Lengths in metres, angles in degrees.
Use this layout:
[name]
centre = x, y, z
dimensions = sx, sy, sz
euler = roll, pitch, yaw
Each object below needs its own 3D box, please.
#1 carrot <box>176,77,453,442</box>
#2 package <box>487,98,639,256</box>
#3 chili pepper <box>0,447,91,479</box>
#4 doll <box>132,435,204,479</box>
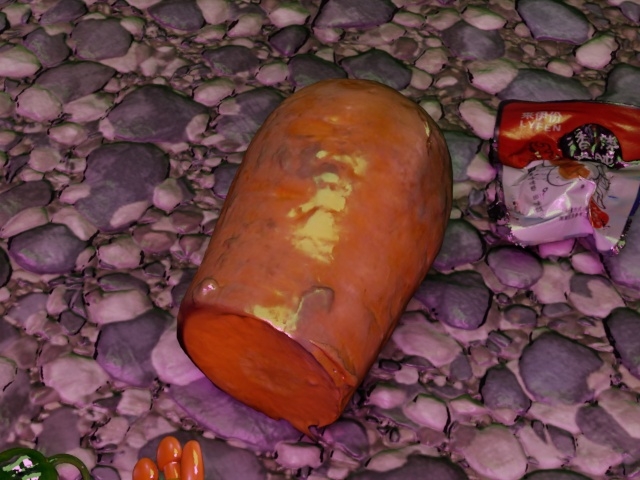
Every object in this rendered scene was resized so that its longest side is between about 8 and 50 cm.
[carrot]
centre = 0.000, 0.000, 1.417
dimensions = 0.224, 0.224, 0.341
euler = 21, 57, 13
[package]
centre = 0.286, -0.076, 1.612
dimensions = 0.194, 0.071, 0.269
euler = 13, 37, 2
[chili pepper]
centre = -0.319, 0.266, 1.254
dimensions = 0.100, 0.074, 0.257
euler = 34, 59, 18
[doll]
centre = -0.139, 0.280, 1.226
dimensions = 0.135, 0.143, 0.221
euler = 16, 49, -30
